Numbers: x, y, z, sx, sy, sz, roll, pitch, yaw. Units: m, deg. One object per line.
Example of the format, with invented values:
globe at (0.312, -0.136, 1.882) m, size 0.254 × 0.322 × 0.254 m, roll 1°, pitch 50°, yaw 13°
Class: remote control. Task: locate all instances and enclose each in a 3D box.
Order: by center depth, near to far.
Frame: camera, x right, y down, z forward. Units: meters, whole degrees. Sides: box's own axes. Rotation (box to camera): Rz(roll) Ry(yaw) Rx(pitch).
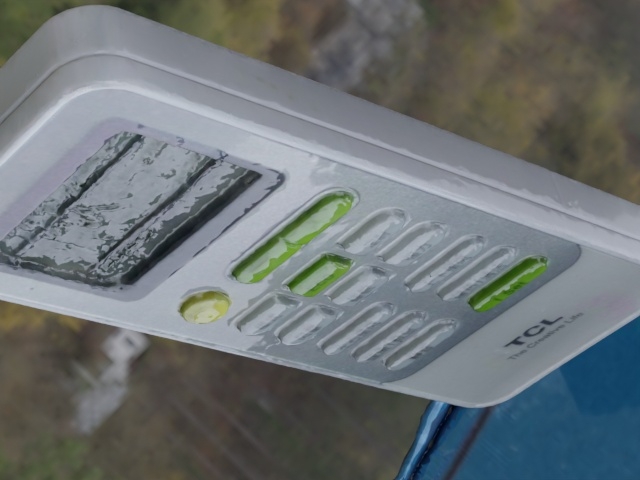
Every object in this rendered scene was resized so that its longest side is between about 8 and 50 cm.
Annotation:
remote control at (0.000, 0.000, 0.534) m, size 0.250 × 0.034 × 0.103 m, roll 18°, pitch 137°, yaw -41°

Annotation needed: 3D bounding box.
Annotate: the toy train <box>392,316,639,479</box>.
toy train at (0.146, 0.157, 0.673) m, size 0.188 × 0.265 × 0.300 m, roll 10°, pitch 114°, yaw -49°
